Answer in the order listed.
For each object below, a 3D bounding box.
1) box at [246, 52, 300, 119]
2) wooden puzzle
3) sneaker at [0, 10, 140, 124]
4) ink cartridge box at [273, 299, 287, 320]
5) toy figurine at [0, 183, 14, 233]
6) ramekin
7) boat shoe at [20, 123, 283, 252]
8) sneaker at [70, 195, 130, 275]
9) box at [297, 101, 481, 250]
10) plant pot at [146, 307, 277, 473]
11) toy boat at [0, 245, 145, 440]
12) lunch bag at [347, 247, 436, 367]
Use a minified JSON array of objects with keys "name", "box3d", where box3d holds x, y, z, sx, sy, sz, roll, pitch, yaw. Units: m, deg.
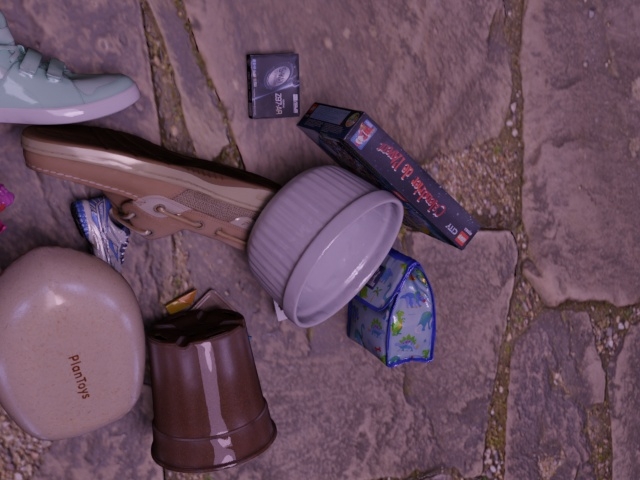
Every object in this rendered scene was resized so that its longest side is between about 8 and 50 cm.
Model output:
[{"name":"box","box3d":[-0.061,-0.202,1.046,0.067,0.018,0.083,-6,106,-21]},{"name":"wooden puzzle","box3d":[-0.152,0.110,1.094,0.079,0.014,0.116,-37,114,-5]},{"name":"sneaker","box3d":[-0.329,-0.210,0.885,0.256,0.094,0.151,-4,112,-19]},{"name":"ink cartridge box","box3d":[-0.030,0.077,1.126,0.083,0.028,0.048,-17,110,-18]},{"name":"toy figurine","box3d":[-0.404,-0.054,0.876,0.173,0.130,0.159,-30,145,8]},{"name":"ramekin","box3d":[0.000,0.000,1.030,0.207,0.109,0.207,-42,158,-22]},{"name":"boat shoe","box3d":[-0.193,-0.051,0.959,0.341,0.122,0.110,14,104,-34]},{"name":"sneaker","box3d":[-0.260,0.006,1.001,0.058,0.052,0.135,-25,114,-23]},{"name":"box","box3d":[0.089,-0.087,1.061,0.233,0.159,0.044,40,85,-27]},{"name":"plant pot","box3d":[-0.148,0.185,1.031,0.167,0.167,0.165,-12,106,-20]},{"name":"toy boat","box3d":[-0.369,0.126,0.938,0.318,0.148,0.267,-13,125,-23]},{"name":"lunch bag","box3d":[0.098,0.086,1.127,0.096,0.129,0.151,-3,105,-25]}]
